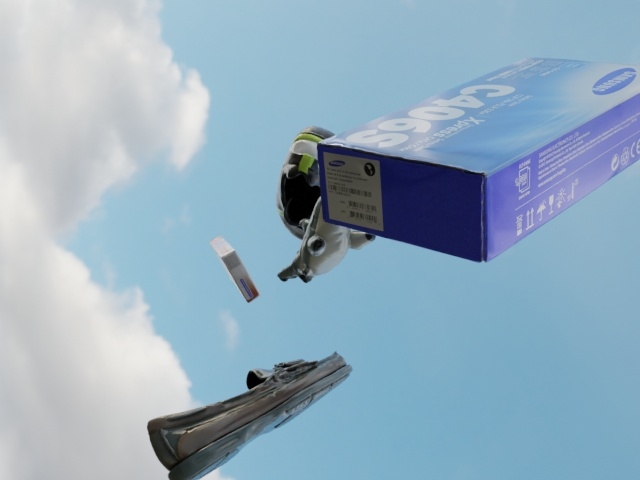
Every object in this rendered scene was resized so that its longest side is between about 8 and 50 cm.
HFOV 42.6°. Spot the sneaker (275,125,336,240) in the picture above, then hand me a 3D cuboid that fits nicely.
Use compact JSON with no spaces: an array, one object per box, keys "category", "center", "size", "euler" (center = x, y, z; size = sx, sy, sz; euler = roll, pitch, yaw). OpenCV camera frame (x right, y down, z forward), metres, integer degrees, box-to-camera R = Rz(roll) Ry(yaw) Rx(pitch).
[{"category":"sneaker","center":[-0.031,-0.054,1.079],"size":[0.084,0.097,0.235],"euler":[21,-32,8]}]

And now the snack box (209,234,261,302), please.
[{"category":"snack box","center":[-0.110,0.033,1.036],"size":[0.064,0.022,0.178],"euler":[60,-7,-11]}]

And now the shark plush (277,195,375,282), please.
[{"category":"shark plush","center":[0.000,0.000,0.870],"size":[0.067,0.073,0.161],"euler":[67,-23,20]}]

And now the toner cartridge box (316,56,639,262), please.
[{"category":"toner cartridge box","center":[0.173,-0.091,0.747],"size":[0.165,0.348,0.075],"euler":[17,-58,39]}]

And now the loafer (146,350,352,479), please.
[{"category":"loafer","center":[-0.076,0.184,0.957],"size":[0.084,0.267,0.096],"euler":[53,-38,13]}]
